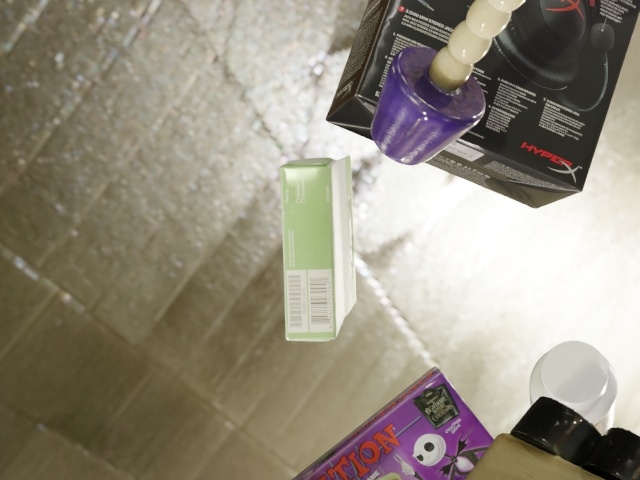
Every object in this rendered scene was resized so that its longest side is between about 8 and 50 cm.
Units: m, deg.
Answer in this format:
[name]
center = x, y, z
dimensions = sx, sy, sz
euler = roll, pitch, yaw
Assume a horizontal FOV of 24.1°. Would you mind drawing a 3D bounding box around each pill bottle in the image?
[pill bottle]
center = 0.314, 0.191, 1.865
dimensions = 0.108, 0.108, 0.193
euler = -50, 160, -12

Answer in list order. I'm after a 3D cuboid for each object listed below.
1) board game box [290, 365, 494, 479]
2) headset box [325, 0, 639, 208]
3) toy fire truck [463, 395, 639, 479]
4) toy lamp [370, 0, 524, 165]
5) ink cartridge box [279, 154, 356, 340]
[board game box]
center = 0.054, 0.323, 1.626
dimensions = 0.347, 0.208, 0.056
euler = -39, -177, -2
[headset box]
center = 0.160, -0.206, 1.324
dimensions = 0.110, 0.218, 0.293
euler = 153, -43, -74
[toy fire truck]
center = 0.196, 0.243, 0.882
dimensions = 0.158, 0.217, 0.246
euler = -51, 125, -15
[toy lamp]
center = 0.118, -0.158, 1.023
dimensions = 0.080, 0.080, 0.274
euler = -26, 157, -46
[ink cartridge box]
center = 0.000, 0.000, 1.532
dimensions = 0.235, 0.056, 0.171
euler = -55, 143, -83
